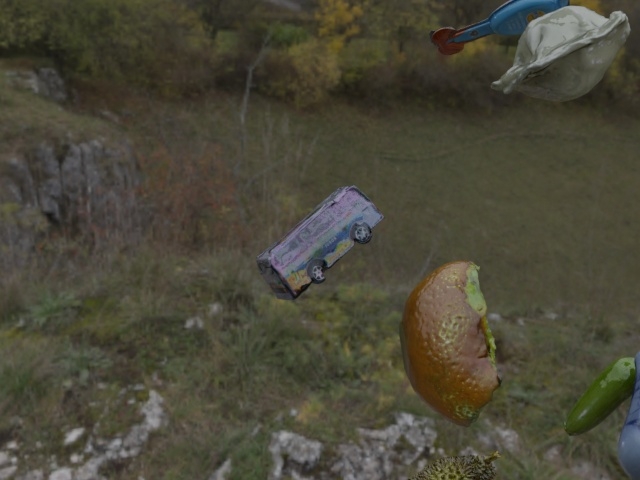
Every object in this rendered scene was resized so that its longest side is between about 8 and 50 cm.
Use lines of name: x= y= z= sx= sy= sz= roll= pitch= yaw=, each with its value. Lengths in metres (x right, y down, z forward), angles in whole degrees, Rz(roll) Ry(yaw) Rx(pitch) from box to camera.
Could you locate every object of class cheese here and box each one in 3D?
cheese: x=0.328 y=-0.401 z=1.465 sx=0.256 sy=0.106 sz=0.037 roll=-14 pitch=63 yaw=22

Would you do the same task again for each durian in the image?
durian: x=0.239 y=0.432 z=1.358 sx=0.146 sy=0.208 sz=0.102 roll=36 pitch=20 yaw=-26

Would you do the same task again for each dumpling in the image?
dumpling: x=0.384 y=-0.298 z=1.304 sx=0.193 sy=0.147 sz=0.258 roll=-24 pitch=-1 yaw=-34

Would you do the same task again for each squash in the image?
squash: x=0.521 y=0.289 z=1.467 sx=0.066 sy=0.201 sz=0.066 roll=27 pitch=28 yaw=-15

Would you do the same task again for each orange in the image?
orange: x=0.264 y=0.214 z=1.647 sx=0.196 sy=0.334 sz=0.262 roll=-10 pitch=5 yaw=12

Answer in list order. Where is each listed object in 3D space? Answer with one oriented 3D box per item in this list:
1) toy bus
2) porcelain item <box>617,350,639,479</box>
toy bus: x=0.000 y=0.000 z=1.849 sx=0.317 sy=0.138 sz=0.112 roll=-43 pitch=17 yaw=-26
porcelain item: x=0.552 y=0.297 z=1.284 sx=0.141 sy=0.141 sz=0.259 roll=9 pitch=47 yaw=11
